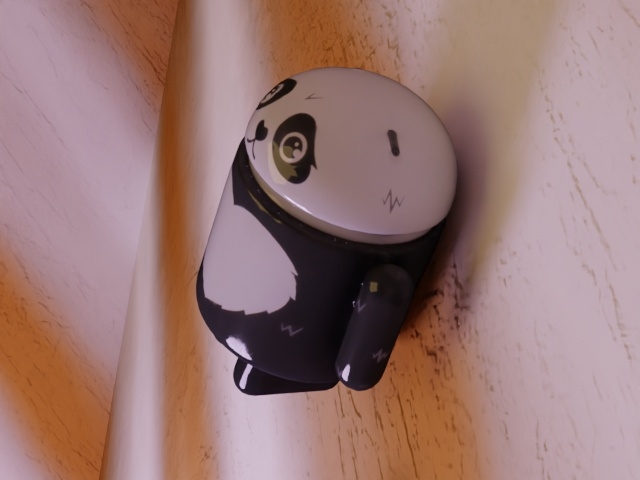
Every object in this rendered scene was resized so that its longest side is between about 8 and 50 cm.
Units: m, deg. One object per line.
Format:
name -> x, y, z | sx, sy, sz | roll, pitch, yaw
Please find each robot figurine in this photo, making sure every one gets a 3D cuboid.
robot figurine -> -0.003, -0.001, 0.897 | 0.173, 0.209, 0.278 | -42, -21, -52
